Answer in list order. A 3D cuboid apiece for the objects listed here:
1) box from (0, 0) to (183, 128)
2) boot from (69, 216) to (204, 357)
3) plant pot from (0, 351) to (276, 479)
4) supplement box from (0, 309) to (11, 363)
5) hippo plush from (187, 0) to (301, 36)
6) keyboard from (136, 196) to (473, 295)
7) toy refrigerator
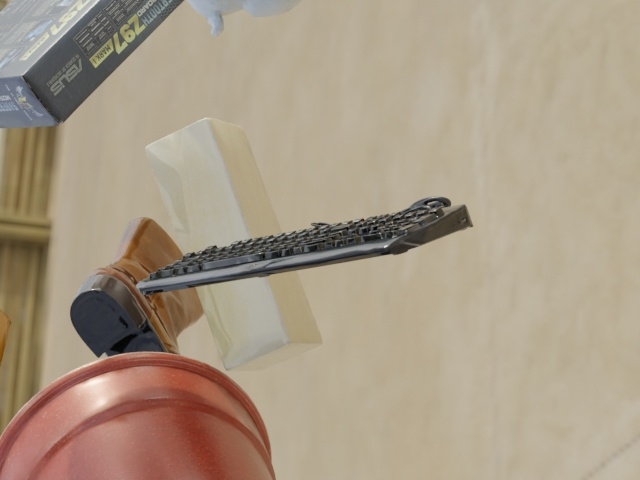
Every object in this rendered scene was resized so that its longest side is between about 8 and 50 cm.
[{"bbox_3d":[-0.209,-0.191,1.592,0.183,0.059,0.233,1,45,53],"label":"box"},{"bbox_3d":[-0.178,0.124,2.133,0.096,0.264,0.280,-36,8,15],"label":"boot"},{"bbox_3d":[-0.132,0.274,1.588,0.265,0.272,0.272,-130,48,-60],"label":"plant pot"},{"bbox_3d":[-0.356,0.077,1.339,0.191,0.194,0.129,67,-148,-68],"label":"supplement box"},{"bbox_3d":[-0.108,-0.360,2.355,0.236,0.294,0.234,95,166,-49],"label":"hippo plush"},{"bbox_3d":[0.000,0.000,1.705,0.317,0.201,0.033,-9,96,37],"label":"keyboard"},{"bbox_3d":[-0.099,0.008,2.064,0.102,0.094,0.269,7,-120,-69],"label":"toy refrigerator"}]
